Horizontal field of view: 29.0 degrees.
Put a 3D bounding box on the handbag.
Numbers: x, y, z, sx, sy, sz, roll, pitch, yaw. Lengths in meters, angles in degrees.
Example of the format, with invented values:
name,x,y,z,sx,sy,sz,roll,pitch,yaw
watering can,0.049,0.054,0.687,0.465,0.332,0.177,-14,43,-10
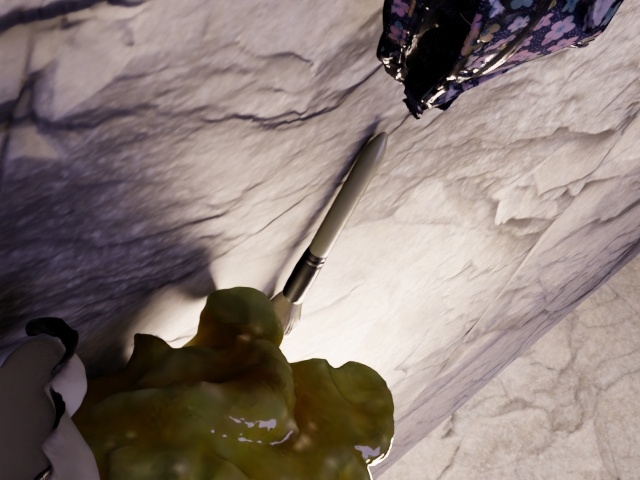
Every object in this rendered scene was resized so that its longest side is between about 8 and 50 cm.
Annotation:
name,x,y,z,sx,sy,sz,roll,pitch,yaw
handbag,0.142,-0.198,0.901,0.208,0.127,0.228,-25,157,-29

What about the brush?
name,x,y,z,sx,sy,sz,roll,pitch,yaw
brush,0.000,0.000,1.234,0.039,0.042,0.299,-25,152,-43

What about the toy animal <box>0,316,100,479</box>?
name,x,y,z,sx,sy,sz,roll,pitch,yaw
toy animal,-0.240,0.262,0.872,0.258,0.194,0.357,-31,134,-40

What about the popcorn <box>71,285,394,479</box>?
name,x,y,z,sx,sy,sz,roll,pitch,yaw
popcorn,-0.106,0.221,1.111,0.279,0.274,0.335,-50,162,30
